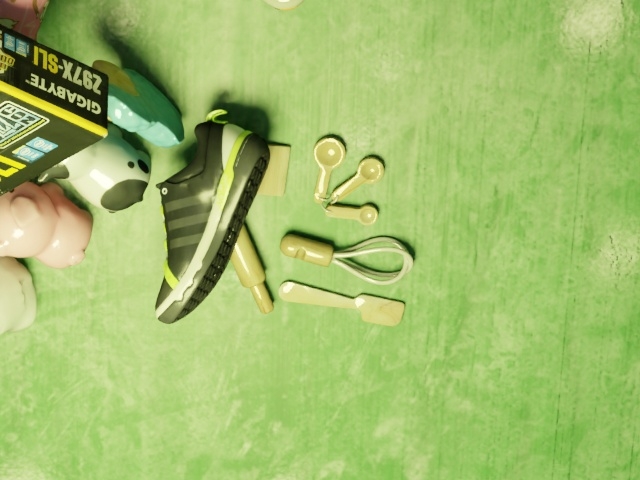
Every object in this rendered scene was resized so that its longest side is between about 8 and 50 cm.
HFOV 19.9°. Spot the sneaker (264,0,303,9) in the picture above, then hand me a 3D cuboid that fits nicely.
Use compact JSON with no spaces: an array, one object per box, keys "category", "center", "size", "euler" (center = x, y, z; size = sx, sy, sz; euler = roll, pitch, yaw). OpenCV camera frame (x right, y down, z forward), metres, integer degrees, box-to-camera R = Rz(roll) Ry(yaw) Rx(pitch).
[{"category":"sneaker","center":[-0.061,-0.351,1.820],"size":[0.099,0.121,0.262],"euler":[-9,111,6]}]

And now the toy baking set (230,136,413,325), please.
[{"category":"toy baking set","center":[-0.007,0.001,2.007],"size":[0.196,0.030,0.256],"euler":[-16,110,7]}]

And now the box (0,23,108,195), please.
[{"category":"box","center":[-0.407,-0.122,1.813],"size":[0.322,0.079,0.257],"euler":[-24,147,38]}]

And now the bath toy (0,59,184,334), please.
[{"category":"bath toy","center":[-0.296,-0.028,1.950],"size":[0.151,0.129,0.348],"euler":[36,109,-12]}]

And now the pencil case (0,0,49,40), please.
[{"category":"pencil case","center":[-0.297,-0.374,1.789],"size":[0.167,0.160,0.386],"euler":[32,111,23]}]

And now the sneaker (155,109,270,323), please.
[{"category":"sneaker","center":[-0.136,-0.027,1.954],"size":[0.097,0.084,0.235],"euler":[27,97,11]}]
